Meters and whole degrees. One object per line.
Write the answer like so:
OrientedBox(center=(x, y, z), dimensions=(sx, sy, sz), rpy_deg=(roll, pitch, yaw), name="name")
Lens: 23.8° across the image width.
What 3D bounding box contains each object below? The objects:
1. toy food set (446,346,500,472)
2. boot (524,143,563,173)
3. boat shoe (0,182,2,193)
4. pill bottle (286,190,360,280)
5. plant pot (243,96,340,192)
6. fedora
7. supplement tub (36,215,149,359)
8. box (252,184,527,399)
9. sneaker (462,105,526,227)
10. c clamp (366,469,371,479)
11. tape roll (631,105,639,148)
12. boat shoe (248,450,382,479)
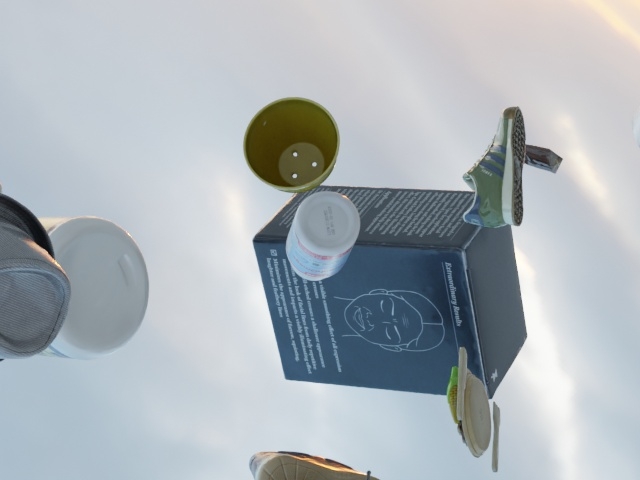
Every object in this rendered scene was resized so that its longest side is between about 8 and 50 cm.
OrientedBox(center=(0.217, 0.253, 2.221), dimensions=(0.192, 0.038, 0.132), rpy_deg=(56, -148, -48), name="toy food set")
OrientedBox(center=(0.353, -0.125, 2.527), dimensions=(0.114, 0.037, 0.106), rpy_deg=(15, 155, 31), name="boot")
OrientedBox(center=(-0.565, -0.064, 2.130), dimensions=(0.069, 0.227, 0.081), rpy_deg=(-67, -29, -86), name="boat shoe")
OrientedBox(center=(0.000, 0.000, 2.020), dimensions=(0.087, 0.087, 0.160), rpy_deg=(44, 162, 8), name="pill bottle")
OrientedBox(center=(-0.033, -0.120, 2.116), dimensions=(0.134, 0.134, 0.095), rpy_deg=(47, 175, 18), name="plant pot")
OrientedBox(center=(-0.423, 0.066, 1.949), dimensions=(0.124, 0.244, 0.275), rpy_deg=(21, 168, 38), name="fedora")
OrientedBox(center=(-0.458, 0.075, 2.477), dimensions=(0.316, 0.228, 0.228), rpy_deg=(0, 163, 43), name="supplement tub")
OrientedBox(center=(0.123, 0.082, 2.604), dimensions=(0.212, 0.395, 0.294), rpy_deg=(-48, -46, -50), name="box")
OrientedBox(center=(0.241, -0.103, 2.155), dimensions=(0.064, 0.086, 0.192), rpy_deg=(49, -140, -52), name="sneaker")
OrientedBox(center=(0.000, 0.410, 2.242), dimensions=(0.137, 0.160, 0.022), rpy_deg=(-88, -19, -51), name="c clamp")
OrientedBox(center=(0.585, -0.136, 2.143), dimensions=(0.286, 0.100, 0.286), rpy_deg=(20, -146, -14), name="tape roll")
OrientedBox(center=(0.016, 0.386, 2.365), dimensions=(0.285, 0.103, 0.092), rpy_deg=(21, -172, -26), name="boat shoe")
